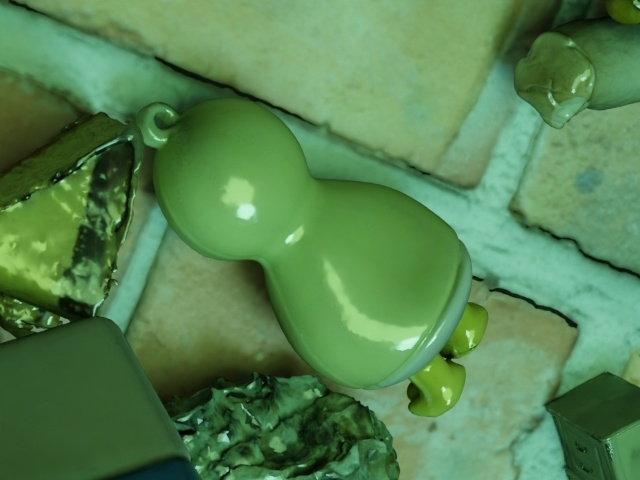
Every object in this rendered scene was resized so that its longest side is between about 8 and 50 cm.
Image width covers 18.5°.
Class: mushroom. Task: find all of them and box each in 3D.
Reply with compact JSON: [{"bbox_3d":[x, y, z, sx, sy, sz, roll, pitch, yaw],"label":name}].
[{"bbox_3d":[0.263,-0.139,1.408,0.278,0.096,0.099,-14,108,-19],"label":"mushroom"}]

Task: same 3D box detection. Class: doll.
[{"bbox_3d":[-0.007,0.002,1.307,0.296,0.117,0.141,36,64,-17],"label":"doll"}]

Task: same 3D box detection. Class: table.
[{"bbox_3d":[0.222,0.157,1.475,0.062,0.079,0.083,-27,116,-19],"label":"table"}]

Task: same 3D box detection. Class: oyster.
[{"bbox_3d":[-0.018,0.192,1.346,0.268,0.112,0.198,14,97,-32],"label":"oyster"}]

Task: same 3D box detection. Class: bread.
[{"bbox_3d":[-0.173,-0.021,1.194,0.127,0.147,0.152,30,83,-18],"label":"bread"}]

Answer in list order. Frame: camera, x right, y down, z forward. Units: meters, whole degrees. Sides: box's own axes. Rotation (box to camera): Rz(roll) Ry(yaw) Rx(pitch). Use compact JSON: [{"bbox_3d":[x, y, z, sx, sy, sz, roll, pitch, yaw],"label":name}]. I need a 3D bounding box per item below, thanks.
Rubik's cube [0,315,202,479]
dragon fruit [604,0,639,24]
[{"bbox_3d":[-0.211,0.305,1.080,0.347,0.347,0.344,-17,143,-24],"label":"Rubik's cube"},{"bbox_3d":[0.295,-0.248,1.290,0.291,0.250,0.269,-35,83,-11],"label":"dragon fruit"}]
